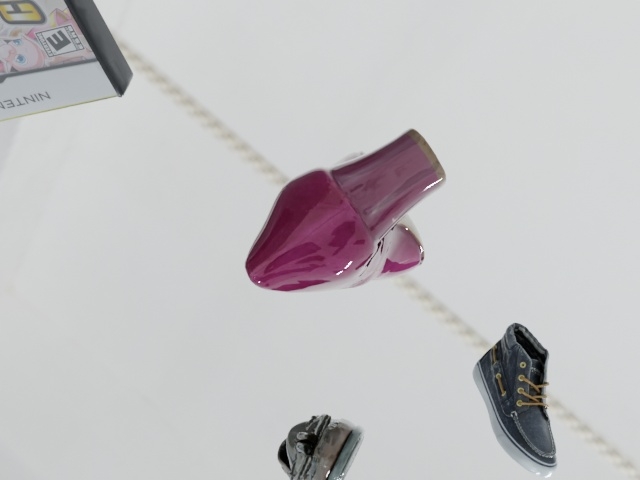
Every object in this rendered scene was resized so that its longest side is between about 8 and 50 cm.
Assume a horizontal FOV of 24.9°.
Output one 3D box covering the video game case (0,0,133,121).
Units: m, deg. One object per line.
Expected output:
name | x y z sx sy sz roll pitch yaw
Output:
video game case | -0.314 -0.204 1.131 0.248 0.275 0.035 -9 -141 23

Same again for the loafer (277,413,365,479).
loafer | -0.011 0.236 1.564 0.096 0.084 0.267 -61 175 -14

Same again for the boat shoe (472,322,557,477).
boat shoe | 0.232 0.177 1.642 0.083 0.065 0.183 -59 -145 28

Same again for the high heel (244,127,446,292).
high heel | 0.000 0.000 1.321 0.181 0.127 0.377 -33 169 -9
